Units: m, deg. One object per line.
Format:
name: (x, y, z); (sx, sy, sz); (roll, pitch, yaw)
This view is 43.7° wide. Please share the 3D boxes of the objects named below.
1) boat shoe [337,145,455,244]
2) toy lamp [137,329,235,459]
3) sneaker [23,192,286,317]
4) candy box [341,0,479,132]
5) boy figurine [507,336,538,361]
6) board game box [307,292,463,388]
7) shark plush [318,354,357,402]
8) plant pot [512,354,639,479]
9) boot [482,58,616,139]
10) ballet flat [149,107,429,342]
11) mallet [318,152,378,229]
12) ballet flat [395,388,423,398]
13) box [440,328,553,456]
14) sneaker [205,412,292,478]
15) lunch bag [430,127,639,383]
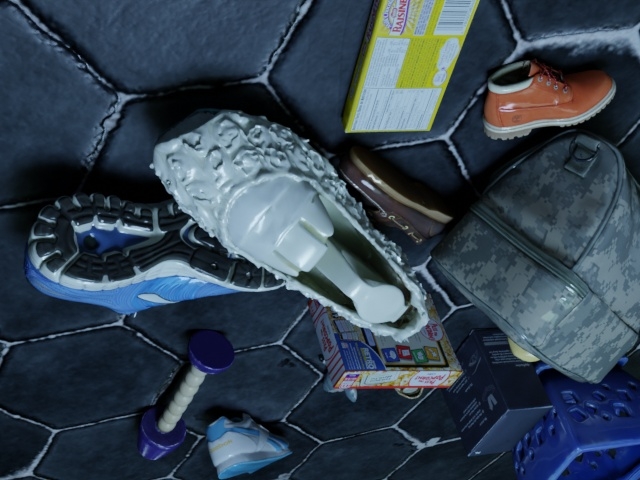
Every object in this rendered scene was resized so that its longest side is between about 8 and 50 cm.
boat shoe: (0.086, -0.046, 0.977); (0.073, 0.073, 0.207); (-40, 137, 21)
toy lamp: (-0.213, 0.243, 1.208); (0.080, 0.080, 0.275); (10, 132, -31)
sneaker: (-0.181, 0.014, 0.925); (0.329, 0.130, 0.147); (3, 161, -34)
candy box: (0.094, -0.198, 0.833); (0.105, 0.027, 0.206); (-1, 139, -17)
boy figurine: (0.447, 0.126, 1.319); (0.285, 0.092, 0.177); (-23, 142, 7)
board game box: (0.092, 0.139, 1.145); (0.193, 0.147, 0.045); (5, 136, -26)
shark plush: (0.027, 0.202, 1.273); (0.067, 0.073, 0.161); (8, 150, 15)
plant pot: (0.482, 0.340, 1.493); (0.235, 0.212, 0.236); (-3, 140, -20)
boot: (0.262, -0.173, 0.909); (0.157, 0.059, 0.085); (-17, 137, 0)
ballet flat: (0.000, 0.000, 0.872); (0.147, 0.147, 0.409); (-35, 136, 20)
mallet: (0.027, -0.052, 0.981); (0.062, 0.039, 0.189); (-35, 143, 25)
ballet flat: (0.132, 0.200, 1.298); (0.073, 0.067, 0.206); (-25, 141, 9)
box: (0.292, 0.258, 1.360); (0.093, 0.158, 0.156); (0, 139, -23)
sneaker: (-0.118, 0.345, 1.366); (0.087, 0.092, 0.228); (-29, 160, 10)
lunch bag: (0.331, 0.019, 1.045); (0.256, 0.212, 0.305); (-49, 138, 8)
